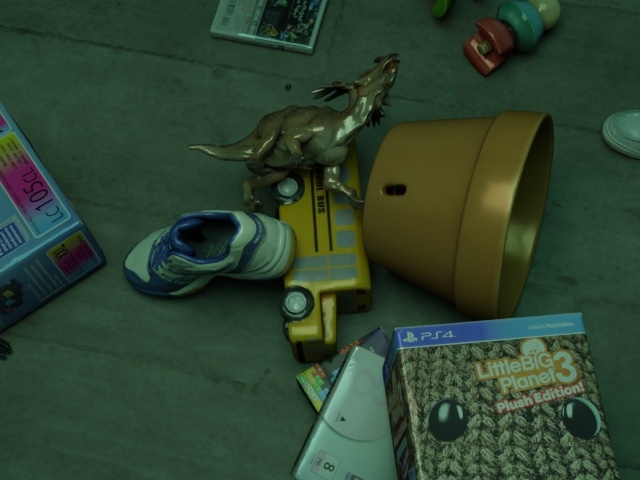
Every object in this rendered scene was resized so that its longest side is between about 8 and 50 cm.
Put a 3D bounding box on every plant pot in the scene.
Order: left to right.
[{"bbox_3d":[0.184,-0.047,1.467,0.203,0.291,0.291,14,68,19],"label":"plant pot"}]

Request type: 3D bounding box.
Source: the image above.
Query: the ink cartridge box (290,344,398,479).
[{"bbox_3d":[0.104,0.269,1.399,0.232,0.066,0.189,26,82,0],"label":"ink cartridge box"}]

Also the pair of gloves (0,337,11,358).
[{"bbox_3d":[-0.489,0.174,1.558,0.074,0.010,0.083,14,65,11],"label":"pair of gloves"}]

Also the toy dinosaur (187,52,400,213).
[{"bbox_3d":[-0.023,-0.150,1.498,0.295,0.127,0.200,-4,54,18],"label":"toy dinosaur"}]

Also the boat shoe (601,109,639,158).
[{"bbox_3d":[0.536,-0.165,1.596,0.227,0.081,0.079,9,67,7],"label":"boat shoe"}]

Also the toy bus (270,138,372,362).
[{"bbox_3d":[0.000,0.000,1.548,0.130,0.108,0.333,-5,66,0],"label":"toy bus"}]

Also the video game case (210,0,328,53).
[{"bbox_3d":[-0.073,-0.402,1.776,0.173,0.022,0.191,12,67,9],"label":"video game case"}]

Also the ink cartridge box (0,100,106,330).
[{"bbox_3d":[-0.551,0.019,1.553,0.395,0.151,0.270,-35,66,-9],"label":"ink cartridge box"}]

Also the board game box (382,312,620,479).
[{"bbox_3d":[0.211,0.251,1.267,0.231,0.141,0.291,-5,63,-6],"label":"board game box"}]

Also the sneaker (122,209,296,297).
[{"bbox_3d":[-0.180,0.003,1.493,0.296,0.131,0.112,-13,66,33],"label":"sneaker"}]

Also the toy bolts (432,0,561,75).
[{"bbox_3d":[0.276,-0.398,1.666,0.158,0.218,0.229,-33,86,-17],"label":"toy bolts"}]

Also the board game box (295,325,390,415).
[{"bbox_3d":[0.069,0.225,1.476,0.141,0.048,0.170,-31,68,-8],"label":"board game box"}]
